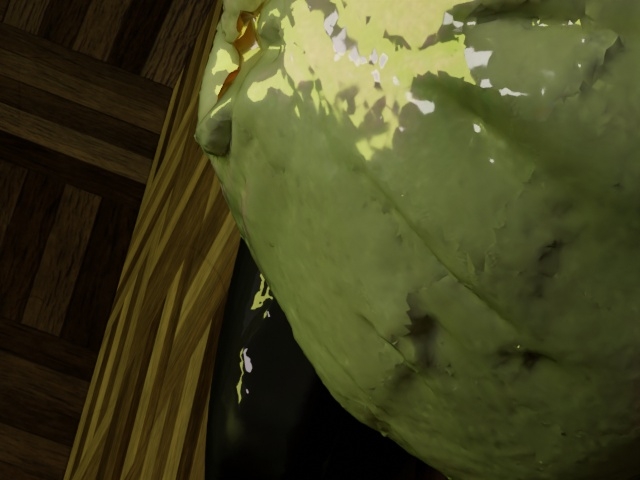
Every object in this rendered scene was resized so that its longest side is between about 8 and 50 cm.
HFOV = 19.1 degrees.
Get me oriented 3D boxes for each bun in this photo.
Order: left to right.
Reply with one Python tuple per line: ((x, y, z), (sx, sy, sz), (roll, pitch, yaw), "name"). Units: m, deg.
((0.052, -0.054, 0.683), (0.293, 0.187, 0.293), (-19, 68, 59), "bun")

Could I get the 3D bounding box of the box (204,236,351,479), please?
((0.000, 0.000, 1.108), (0.359, 0.091, 0.350), (98, -175, -72), "box")
